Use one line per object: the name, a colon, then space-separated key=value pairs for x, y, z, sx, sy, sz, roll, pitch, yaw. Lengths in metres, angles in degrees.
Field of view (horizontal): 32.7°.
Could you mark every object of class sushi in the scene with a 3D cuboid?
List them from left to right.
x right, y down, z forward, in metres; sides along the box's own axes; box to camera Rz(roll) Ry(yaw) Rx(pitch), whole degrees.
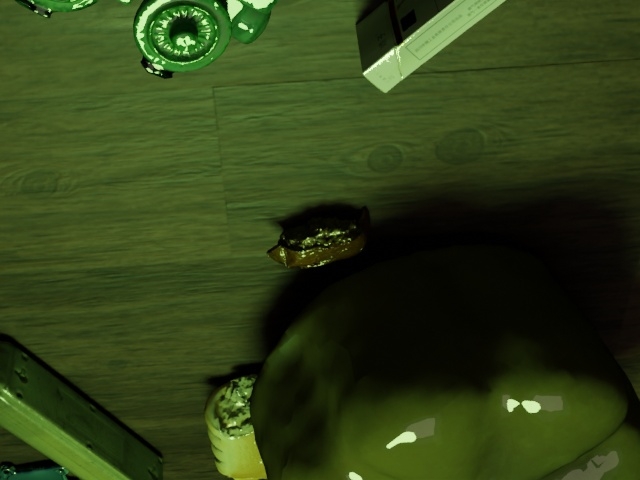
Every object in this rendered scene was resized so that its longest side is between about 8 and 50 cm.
sushi: x=0.000 y=0.000 z=1.242 sx=0.120 sy=0.052 sz=0.055 roll=-12 pitch=134 yaw=6

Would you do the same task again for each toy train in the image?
toy train: x=-0.137 y=-0.264 z=0.902 sx=0.266 sy=0.145 sz=0.202 roll=25 pitch=124 yaw=-28

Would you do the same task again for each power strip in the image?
power strip: x=-0.334 y=0.245 z=1.420 sx=0.066 sy=0.092 sz=0.387 roll=-27 pitch=131 yaw=16

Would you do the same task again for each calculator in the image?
calculator: x=-0.421 y=0.348 z=1.564 sx=0.141 sy=0.019 sz=0.094 roll=-9 pitch=134 yaw=4

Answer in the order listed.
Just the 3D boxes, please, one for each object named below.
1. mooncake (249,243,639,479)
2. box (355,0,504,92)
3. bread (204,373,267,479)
mooncake: x=0.157 y=0.237 z=1.311 sx=0.467 sy=0.262 sz=0.467 roll=-10 pitch=133 yaw=-11
box: x=0.103 y=-0.214 z=1.019 sx=0.154 sy=0.084 sz=0.040 roll=-35 pitch=129 yaw=25
bread: x=-0.093 y=0.252 z=1.456 sx=0.119 sy=0.084 sz=0.177 roll=-8 pitch=134 yaw=-9
